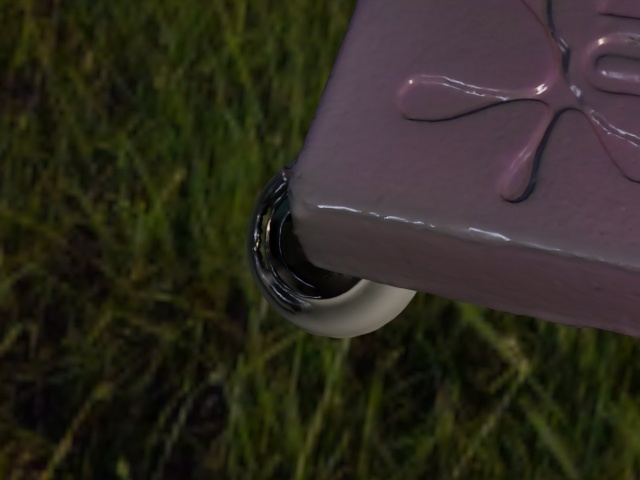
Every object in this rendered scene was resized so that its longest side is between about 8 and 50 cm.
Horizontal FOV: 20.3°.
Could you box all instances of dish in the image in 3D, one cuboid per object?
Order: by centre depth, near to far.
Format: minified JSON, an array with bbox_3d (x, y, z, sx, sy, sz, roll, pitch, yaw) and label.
[{"bbox_3d":[0.000,0.000,1.278,0.141,0.141,0.078,17,4,21],"label":"dish"}]

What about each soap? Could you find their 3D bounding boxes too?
[{"bbox_3d":[0.156,-0.096,1.056,0.285,0.296,0.107,10,-26,19],"label":"soap"}]
